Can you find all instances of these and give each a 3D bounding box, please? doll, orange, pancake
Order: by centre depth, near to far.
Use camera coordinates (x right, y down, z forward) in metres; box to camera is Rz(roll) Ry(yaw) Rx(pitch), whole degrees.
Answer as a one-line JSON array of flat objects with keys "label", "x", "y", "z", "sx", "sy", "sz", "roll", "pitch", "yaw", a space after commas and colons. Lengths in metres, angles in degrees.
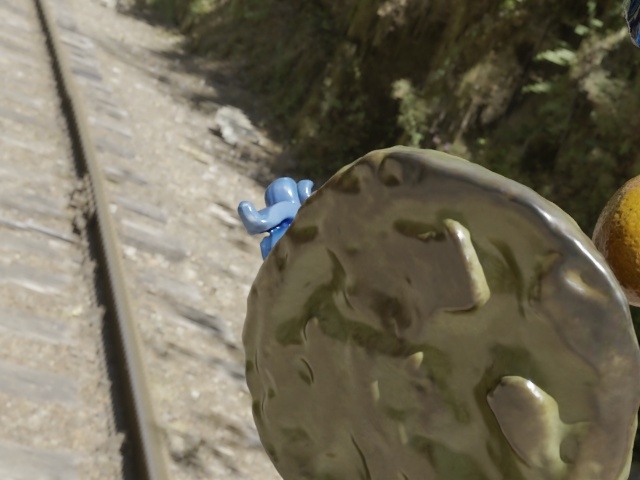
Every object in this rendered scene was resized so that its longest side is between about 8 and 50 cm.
[{"label": "orange", "x": 0.197, "y": 0.000, "z": 0.622, "sx": 0.085, "sy": 0.085, "sz": 0.085, "roll": 22, "pitch": 11, "yaw": -5}, {"label": "pancake", "x": 0.062, "y": 0.084, "z": 0.654, "sx": 0.294, "sy": 0.294, "sz": 0.049, "roll": 30, "pitch": 29, "yaw": 31}, {"label": "doll", "x": 0.000, "y": 0.000, "z": 0.890, "sx": 0.067, "sy": 0.110, "sz": 0.206, "roll": -19, "pitch": -18, "yaw": 31}]

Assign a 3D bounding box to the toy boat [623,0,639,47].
[{"label": "toy boat", "x": 0.310, "y": -0.156, "z": 0.607, "sx": 0.067, "sy": 0.220, "sz": 0.291, "roll": 51, "pitch": -1, "yaw": -35}]
